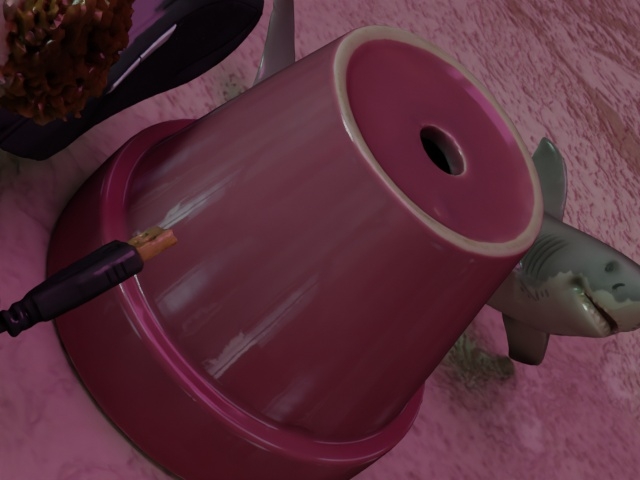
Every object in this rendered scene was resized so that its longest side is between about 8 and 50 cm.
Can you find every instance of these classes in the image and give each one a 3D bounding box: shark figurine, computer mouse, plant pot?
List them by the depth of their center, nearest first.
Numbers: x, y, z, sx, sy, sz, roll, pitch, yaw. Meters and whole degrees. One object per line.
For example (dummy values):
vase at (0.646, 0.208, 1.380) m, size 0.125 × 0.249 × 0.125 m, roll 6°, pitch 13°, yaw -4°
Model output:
computer mouse at (-0.107, -0.066, 0.752) m, size 0.262 × 0.060 × 0.184 m, roll -30°, pitch 57°, yaw -29°
plant pot at (0.000, 0.000, 0.829) m, size 0.201 × 0.180 × 0.201 m, roll 28°, pitch 40°, yaw -27°
shark figurine at (0.080, -0.033, 0.993) m, size 0.278 × 0.166 × 0.116 m, roll 33°, pitch 74°, yaw 14°

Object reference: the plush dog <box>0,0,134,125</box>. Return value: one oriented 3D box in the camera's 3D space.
plush dog at (-0.194, -0.105, 0.621) m, size 0.262 × 0.210 × 0.225 m, roll 11°, pitch 13°, yaw -36°
